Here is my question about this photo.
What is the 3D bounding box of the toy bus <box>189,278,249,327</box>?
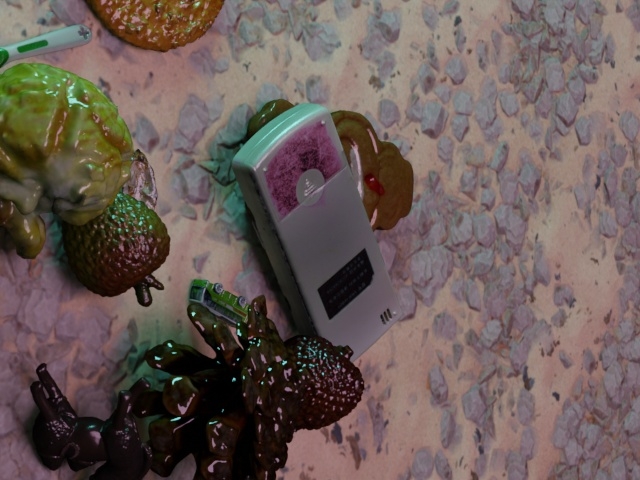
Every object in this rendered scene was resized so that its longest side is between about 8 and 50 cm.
[{"bbox_3d":[-0.121,0.074,2.095,0.083,0.031,0.037,32,76,-41],"label":"toy bus"}]

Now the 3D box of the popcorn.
[{"bbox_3d":[-0.291,-0.078,1.823,0.198,0.198,0.212,19,109,-45],"label":"popcorn"}]

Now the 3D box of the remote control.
[{"bbox_3d":[-0.001,0.000,2.163,0.145,0.050,0.344,-40,126,-28],"label":"remote control"}]

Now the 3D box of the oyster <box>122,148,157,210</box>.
[{"bbox_3d":[-0.213,-0.065,2.009,0.054,0.019,0.083,6,87,-45],"label":"oyster"}]

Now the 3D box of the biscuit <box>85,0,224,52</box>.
[{"bbox_3d":[-0.191,-0.346,2.027,0.254,0.035,0.254,1,89,-46],"label":"biscuit"}]

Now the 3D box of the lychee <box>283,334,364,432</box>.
[{"bbox_3d":[-0.013,0.176,2.139,0.123,0.129,0.123,36,28,-22],"label":"lychee"}]

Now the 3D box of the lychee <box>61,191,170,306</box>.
[{"bbox_3d":[-0.225,0.007,1.929,0.146,0.114,0.114,52,52,-8],"label":"lychee"}]

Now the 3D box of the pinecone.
[{"bbox_3d":[-0.115,0.183,1.974,0.202,0.201,0.229,-9,90,-54],"label":"pinecone"}]

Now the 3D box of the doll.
[{"bbox_3d":[-0.251,0.219,1.901,0.139,0.057,0.165,5,115,-7],"label":"doll"}]

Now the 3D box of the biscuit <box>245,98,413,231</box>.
[{"bbox_3d":[0.020,-0.082,2.240,0.295,0.044,0.186,1,91,-46],"label":"biscuit"}]

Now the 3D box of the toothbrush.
[{"bbox_3d":[-0.357,-0.190,1.858,0.304,0.030,0.030,-25,107,-47],"label":"toothbrush"}]
